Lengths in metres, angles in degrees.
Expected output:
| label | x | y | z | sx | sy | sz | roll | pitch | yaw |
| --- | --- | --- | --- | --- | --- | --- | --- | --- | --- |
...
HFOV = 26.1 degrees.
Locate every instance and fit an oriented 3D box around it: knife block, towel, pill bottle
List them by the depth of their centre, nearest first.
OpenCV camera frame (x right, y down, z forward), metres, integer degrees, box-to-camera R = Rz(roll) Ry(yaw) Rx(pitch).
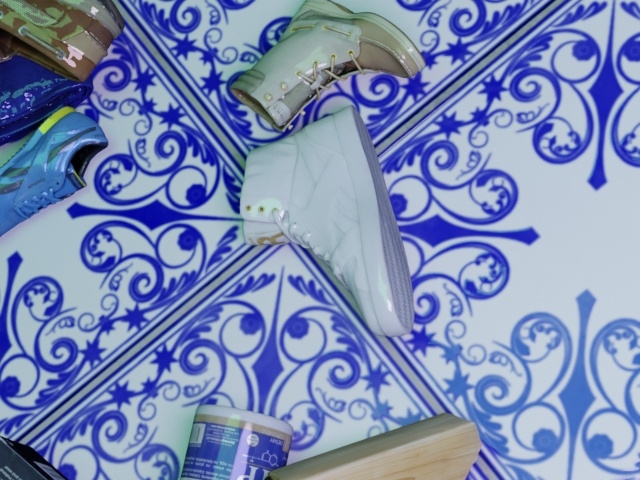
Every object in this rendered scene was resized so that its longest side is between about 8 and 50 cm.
| label | x | y | z | sx | sy | sz | roll | pitch | yaw |
| --- | --- | --- | --- | --- | --- | --- | --- | --- | --- |
| knife block | 0.002 | 0.260 | 1.422 | 0.242 | 0.088 | 0.275 | 30 | 82 | -15 |
| pill bottle | -0.101 | 0.280 | 1.500 | 0.112 | 0.112 | 0.186 | 7 | 76 | 19 |
| towel | -0.433 | -0.268 | 1.803 | 0.228 | 0.076 | 0.308 | -22 | 67 | 1 |

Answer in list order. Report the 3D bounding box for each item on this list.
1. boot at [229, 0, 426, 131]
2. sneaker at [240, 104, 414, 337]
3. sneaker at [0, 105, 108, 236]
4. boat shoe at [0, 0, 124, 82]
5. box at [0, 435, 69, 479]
| label | x | y | z | sx | sy | sz | roll | pitch | yaw |
| --- | --- | --- | --- | --- | --- | --- | --- | --- | --- |
| boot | 0.006 | -0.193 | 1.603 | 0.165 | 0.077 | 0.213 | -47 | 44 | -14 |
| sneaker | 0.000 | 0.000 | 1.570 | 0.169 | 0.108 | 0.292 | -20 | 58 | 11 |
| sneaker | -0.348 | -0.069 | 1.710 | 0.082 | 0.069 | 0.209 | 41 | 87 | 20 |
| boat shoe | -0.404 | -0.279 | 1.696 | 0.324 | 0.122 | 0.120 | 18 | 77 | 17 |
| box | -0.344 | 0.333 | 1.566 | 0.156 | 0.093 | 0.158 | 35 | 84 | 23 |
